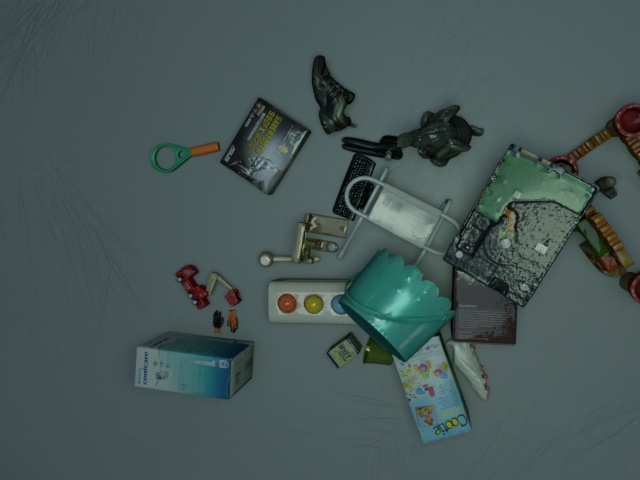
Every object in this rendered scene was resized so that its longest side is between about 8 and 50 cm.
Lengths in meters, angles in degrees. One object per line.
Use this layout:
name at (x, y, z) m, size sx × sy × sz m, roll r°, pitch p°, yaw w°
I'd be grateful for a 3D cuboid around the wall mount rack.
wall mount rack at (0.208, -0.027, 1.644) m, size 0.350 × 0.130 × 0.304 m, roll 28°, pitch 95°, yaw 2°

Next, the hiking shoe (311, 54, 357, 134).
hiking shoe at (0.040, -0.428, 1.685) m, size 0.114 × 0.086 × 0.227 m, roll -12°, pitch 97°, yaw -2°

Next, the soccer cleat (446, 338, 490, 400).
soccer cleat at (0.427, 0.367, 1.666) m, size 0.076 × 0.068 × 0.196 m, roll -22°, pitch 82°, yaw 17°

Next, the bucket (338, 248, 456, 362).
bucket at (0.192, 0.173, 1.524) m, size 0.281 × 0.281 × 0.183 m, roll 42°, pitch 80°, yaw 6°

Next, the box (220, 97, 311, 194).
box at (-0.165, -0.280, 1.737) m, size 0.183 × 0.056 × 0.231 m, roll 35°, pitch 100°, yaw 7°

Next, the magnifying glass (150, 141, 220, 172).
magnifying glass at (-0.424, -0.270, 1.804) m, size 0.231 × 0.026 × 0.092 m, roll -10°, pitch 92°, yaw 11°

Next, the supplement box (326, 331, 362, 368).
supplement box at (0.072, 0.324, 1.718) m, size 0.083 × 0.083 × 0.056 m, roll -38°, pitch 87°, yaw 10°

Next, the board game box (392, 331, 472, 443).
board game box at (0.314, 0.404, 1.647) m, size 0.144 × 0.142 × 0.275 m, roll -19°, pitch 90°, yaw 12°

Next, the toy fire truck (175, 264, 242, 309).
toy fire truck at (-0.349, 0.144, 1.806) m, size 0.135 × 0.047 × 0.192 m, roll -35°, pitch 86°, yaw 11°

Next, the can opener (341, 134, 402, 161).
can opener at (0.151, -0.268, 1.685) m, size 0.186 × 0.073 × 0.059 m, roll 6°, pitch 134°, yaw 14°

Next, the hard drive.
hard drive at (0.490, -0.038, 1.435) m, size 0.237 × 0.064 × 0.339 m, roll 31°, pitch 104°, yaw 18°

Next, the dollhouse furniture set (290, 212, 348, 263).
dollhouse furniture set at (0.000, 0.000, 1.673) m, size 0.123 × 0.151 × 0.144 m, roll 10°, pitch 93°, yaw 9°

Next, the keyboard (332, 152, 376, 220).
keyboard at (0.109, -0.154, 1.703) m, size 0.100 × 0.038 × 0.192 m, roll 21°, pitch 98°, yaw 9°

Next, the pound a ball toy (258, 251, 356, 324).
pound a ball toy at (-0.035, 0.140, 1.701) m, size 0.319 × 0.136 × 0.208 m, roll 0°, pitch 94°, yaw 10°

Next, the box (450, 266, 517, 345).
box at (0.446, 0.169, 1.592) m, size 0.167 × 0.168 × 0.203 m, roll 2°, pitch 95°, yaw 12°

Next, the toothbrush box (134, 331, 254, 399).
toothbrush box at (-0.373, 0.369, 1.741) m, size 0.295 × 0.216 × 0.126 m, roll 6°, pitch 95°, yaw 10°

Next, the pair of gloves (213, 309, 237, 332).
pair of gloves at (-0.300, 0.255, 1.823) m, size 0.083 × 0.010 × 0.074 m, roll -2°, pitch 95°, yaw 14°

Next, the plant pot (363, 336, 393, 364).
plant pot at (0.176, 0.333, 1.708) m, size 0.079 × 0.083 × 0.083 m, roll 15°, pitch 97°, yaw -3°

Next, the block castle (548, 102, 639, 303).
block castle at (0.803, -0.088, 1.484) m, size 0.303 × 0.213 × 0.453 m, roll -36°, pitch 87°, yaw 11°

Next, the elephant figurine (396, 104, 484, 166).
elephant figurine at (0.324, -0.278, 1.549) m, size 0.169 × 0.239 × 0.186 m, roll 36°, pitch 99°, yaw 7°
